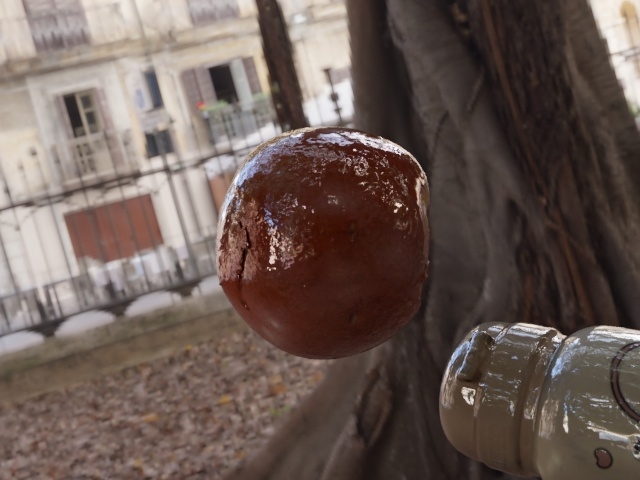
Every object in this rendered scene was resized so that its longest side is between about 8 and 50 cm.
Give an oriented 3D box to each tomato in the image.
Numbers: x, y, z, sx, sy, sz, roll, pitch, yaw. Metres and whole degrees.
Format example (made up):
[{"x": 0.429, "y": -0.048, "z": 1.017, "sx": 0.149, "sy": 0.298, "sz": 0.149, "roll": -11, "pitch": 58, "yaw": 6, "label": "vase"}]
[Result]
[{"x": 0.000, "y": 0.000, "z": 0.901, "sx": 0.184, "sy": 0.208, "sz": 0.208, "roll": 8, "pitch": 1, "yaw": -5, "label": "tomato"}]

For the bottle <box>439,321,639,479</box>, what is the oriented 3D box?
[{"x": 0.167, "y": 0.098, "z": 0.523, "sx": 0.209, "sy": 0.110, "sz": 0.097, "roll": 10, "pitch": 61, "yaw": 31, "label": "bottle"}]
